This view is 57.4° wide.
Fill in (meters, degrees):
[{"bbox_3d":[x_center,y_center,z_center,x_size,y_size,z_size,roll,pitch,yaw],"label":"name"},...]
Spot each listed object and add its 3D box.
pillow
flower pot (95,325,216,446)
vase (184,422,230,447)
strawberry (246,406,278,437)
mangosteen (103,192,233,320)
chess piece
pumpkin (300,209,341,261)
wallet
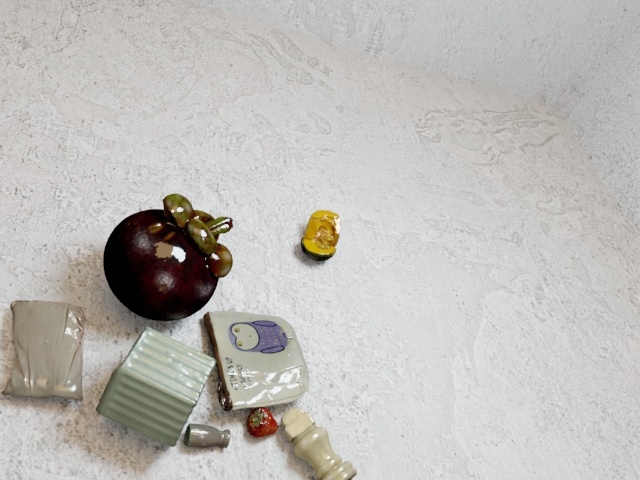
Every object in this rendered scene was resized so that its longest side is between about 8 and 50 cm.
[{"bbox_3d":[-0.640,0.253,1.361,0.173,0.067,0.270,2,49,-21],"label":"pillow"},{"bbox_3d":[-0.364,0.330,1.334,0.190,0.209,0.239,28,42,-3],"label":"flower pot"},{"bbox_3d":[-0.266,0.463,1.379,0.101,0.053,0.053,14,45,-22],"label":"vase"},{"bbox_3d":[-0.143,0.455,1.451,0.083,0.073,0.073,45,29,-42],"label":"strawberry"},{"bbox_3d":[-0.377,0.041,1.502,0.307,0.347,0.307,49,8,-10],"label":"mangosteen"},{"bbox_3d":[0.037,0.569,1.400,0.117,0.117,0.397,-21,62,-40],"label":"chess piece"},{"bbox_3d":[0.000,0.000,1.909,0.119,0.107,0.183,21,51,0],"label":"pumpkin"},{"bbox_3d":[-0.169,0.305,1.541,0.275,0.068,0.335,7,37,-28],"label":"wallet"}]
